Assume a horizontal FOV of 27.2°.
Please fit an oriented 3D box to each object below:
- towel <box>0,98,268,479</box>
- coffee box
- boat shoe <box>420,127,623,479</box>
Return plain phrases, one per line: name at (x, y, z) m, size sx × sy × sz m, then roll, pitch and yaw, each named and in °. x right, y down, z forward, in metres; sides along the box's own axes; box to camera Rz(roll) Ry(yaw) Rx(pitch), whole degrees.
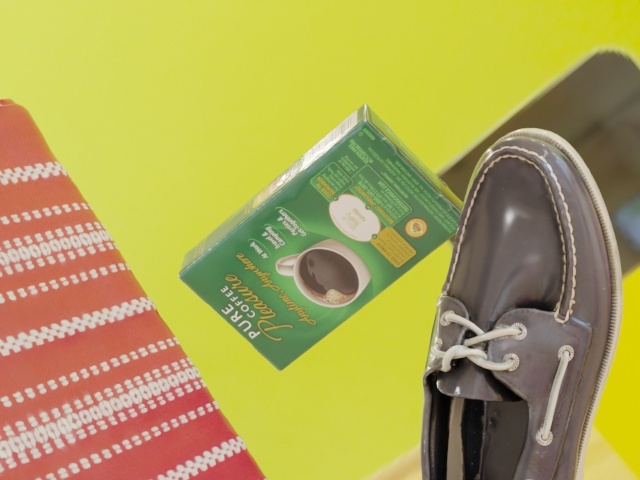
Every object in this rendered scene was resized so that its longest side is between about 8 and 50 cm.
towel at (-0.093, 0.075, 0.392) m, size 0.031 × 0.275 × 0.199 m, roll -39°, pitch -11°, yaw 30°
coffee box at (0.000, 0.000, 0.950) m, size 0.184 × 0.113 × 0.040 m, roll -41°, pitch 20°, yaw 18°
boat shoe at (0.079, 0.056, 0.556) m, size 0.075 × 0.206 × 0.065 m, roll 7°, pitch 8°, yaw 31°
